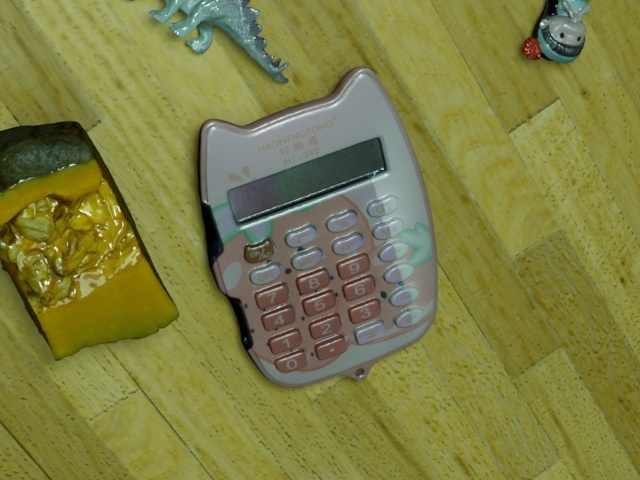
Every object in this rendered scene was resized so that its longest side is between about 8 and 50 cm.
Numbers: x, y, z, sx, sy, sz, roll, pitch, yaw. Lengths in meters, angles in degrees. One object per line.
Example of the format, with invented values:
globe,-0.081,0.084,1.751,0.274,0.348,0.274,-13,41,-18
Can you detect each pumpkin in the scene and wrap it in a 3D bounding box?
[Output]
pumpkin,-0.230,-0.013,1.407,0.131,0.126,0.248,-29,138,-13

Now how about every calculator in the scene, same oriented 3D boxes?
calculator,0.000,0.000,1.524,0.220,0.048,0.330,-20,120,-10

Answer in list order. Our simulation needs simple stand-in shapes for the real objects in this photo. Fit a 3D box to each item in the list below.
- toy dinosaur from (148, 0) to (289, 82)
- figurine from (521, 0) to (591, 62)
toy dinosaur,-0.095,-0.203,1.405,0.209,0.039,0.082,38,95,-29
figurine,0.229,-0.218,1.500,0.060,0.047,0.106,6,109,-30
